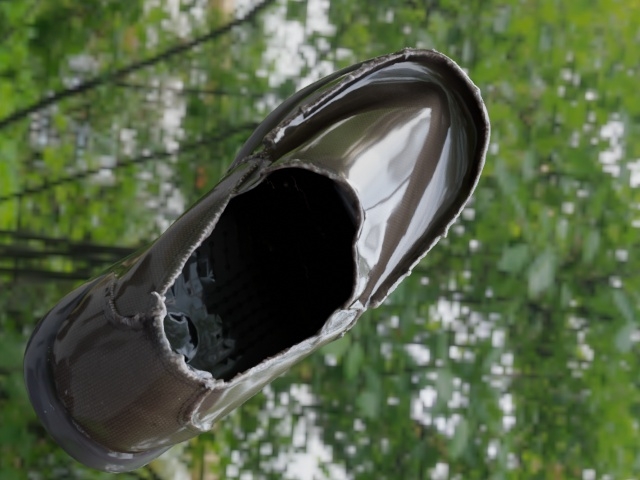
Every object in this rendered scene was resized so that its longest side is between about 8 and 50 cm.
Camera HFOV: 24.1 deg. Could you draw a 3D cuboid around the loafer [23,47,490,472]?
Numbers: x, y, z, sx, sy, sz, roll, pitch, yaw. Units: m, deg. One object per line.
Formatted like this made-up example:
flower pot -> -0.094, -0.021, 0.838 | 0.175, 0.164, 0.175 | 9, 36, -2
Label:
loafer -> 0.000, 0.000, 0.857 | 0.130, 0.134, 0.366 | -23, -162, 51
